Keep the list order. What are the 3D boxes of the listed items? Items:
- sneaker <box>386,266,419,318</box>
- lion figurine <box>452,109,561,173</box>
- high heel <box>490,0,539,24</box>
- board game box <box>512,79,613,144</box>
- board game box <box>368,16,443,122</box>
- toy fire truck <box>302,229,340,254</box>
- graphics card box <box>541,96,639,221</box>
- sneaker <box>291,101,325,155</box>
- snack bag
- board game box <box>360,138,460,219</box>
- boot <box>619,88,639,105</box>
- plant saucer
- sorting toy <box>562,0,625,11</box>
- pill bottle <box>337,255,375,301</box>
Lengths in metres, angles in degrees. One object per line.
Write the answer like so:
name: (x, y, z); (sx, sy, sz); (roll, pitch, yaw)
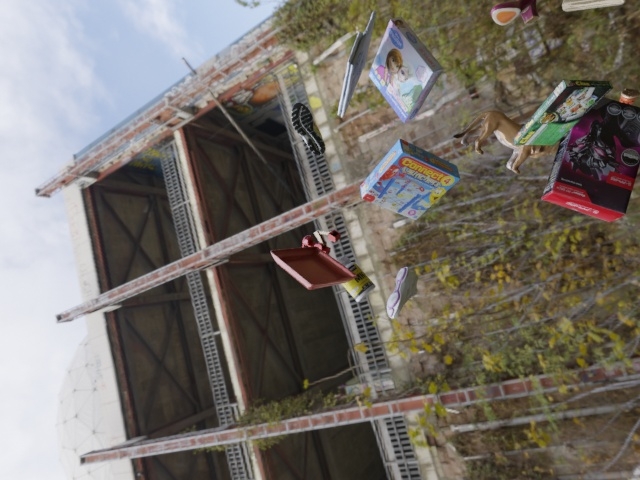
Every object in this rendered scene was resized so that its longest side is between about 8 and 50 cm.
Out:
sneaker: (0.480, 0.310, 2.428); (0.152, 0.114, 0.305); (31, -107, -21)
lion figurine: (0.766, -0.430, 1.733); (0.392, 0.240, 0.142); (27, -159, 2)
high heel: (0.651, -0.807, 1.455); (0.244, 0.082, 0.117); (-14, -97, -26)
board game box: (0.681, -0.358, 1.227); (0.260, 0.136, 0.030); (106, 160, -67)
board game box: (0.365, -0.748, 1.905); (0.065, 0.318, 0.319); (-25, -108, -22)
toy fire truck: (0.000, 0.000, 1.992); (0.047, 0.192, 0.135); (-37, -42, -45)
graphics card box: (0.903, -0.274, 1.397); (0.094, 0.232, 0.371); (61, -130, -77)
sneaker: (-0.049, -0.426, 1.631); (0.094, 0.081, 0.209); (-88, -27, -65)
snack bag: (0.154, -0.754, 1.828); (0.323, 0.037, 0.343); (100, -170, -68)
board game box: (0.384, -0.253, 1.864); (0.308, 0.302, 0.086); (19, -132, -21)
boot: (1.166, -0.528, 1.627); (0.158, 0.059, 0.085); (-26, -47, -48)
plant saucer: (-0.030, 0.109, 1.677); (0.258, 0.048, 0.259); (-5, -149, -45)
sorting toy: (0.973, -0.966, 1.565); (0.041, 0.307, 0.229); (8, -81, -44)
pill bottle: (0.153, 0.180, 2.046); (0.208, 0.119, 0.119); (48, -157, 14)
